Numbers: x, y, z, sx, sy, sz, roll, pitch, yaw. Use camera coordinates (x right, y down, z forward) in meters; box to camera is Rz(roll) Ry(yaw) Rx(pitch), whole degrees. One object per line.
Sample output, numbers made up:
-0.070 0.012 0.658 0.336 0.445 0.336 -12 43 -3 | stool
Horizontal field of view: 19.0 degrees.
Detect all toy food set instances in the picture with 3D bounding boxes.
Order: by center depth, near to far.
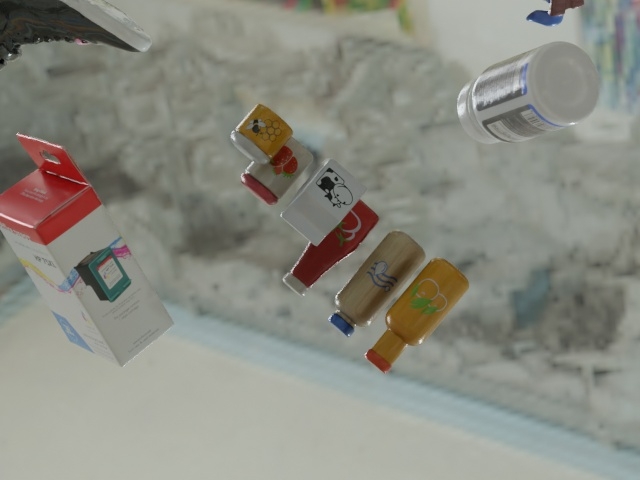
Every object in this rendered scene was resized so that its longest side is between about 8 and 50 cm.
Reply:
0.000 0.000 1.595 0.104 0.232 0.111 -50 -172 -5 | toy food set

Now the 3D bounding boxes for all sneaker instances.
-0.372 -0.273 2.523 0.295 0.147 0.104 25 -172 7 | sneaker

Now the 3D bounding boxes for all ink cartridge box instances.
-0.260 0.008 1.980 0.078 0.231 0.134 -39 -154 -20 | ink cartridge box

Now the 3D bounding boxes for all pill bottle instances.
0.189 -0.132 1.765 0.078 0.078 0.137 -28 -174 -28 | pill bottle

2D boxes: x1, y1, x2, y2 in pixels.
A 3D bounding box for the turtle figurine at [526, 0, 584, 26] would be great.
0.238 -0.420 2.309 0.197 0.266 0.275 5 -111 24 | turtle figurine
